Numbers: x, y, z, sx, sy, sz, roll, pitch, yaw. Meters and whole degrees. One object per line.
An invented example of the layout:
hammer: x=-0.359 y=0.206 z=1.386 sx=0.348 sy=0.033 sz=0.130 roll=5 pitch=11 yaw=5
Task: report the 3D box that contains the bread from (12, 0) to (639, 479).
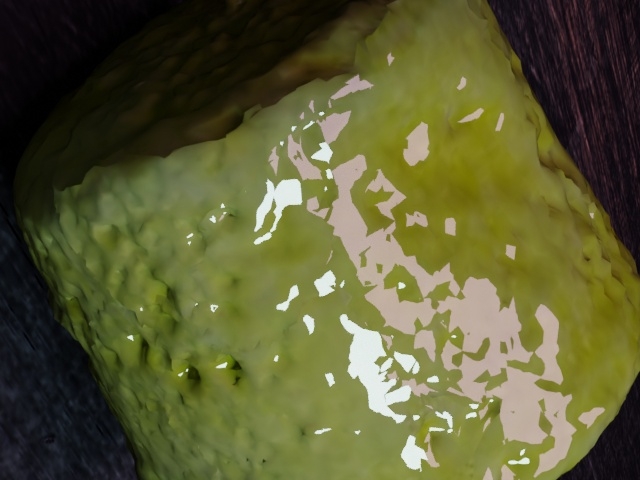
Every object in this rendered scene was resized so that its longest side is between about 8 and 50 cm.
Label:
bread: x=0.000 y=0.000 z=0.717 sx=0.348 sy=0.348 sz=0.308 roll=-55 pitch=129 yaw=-39
